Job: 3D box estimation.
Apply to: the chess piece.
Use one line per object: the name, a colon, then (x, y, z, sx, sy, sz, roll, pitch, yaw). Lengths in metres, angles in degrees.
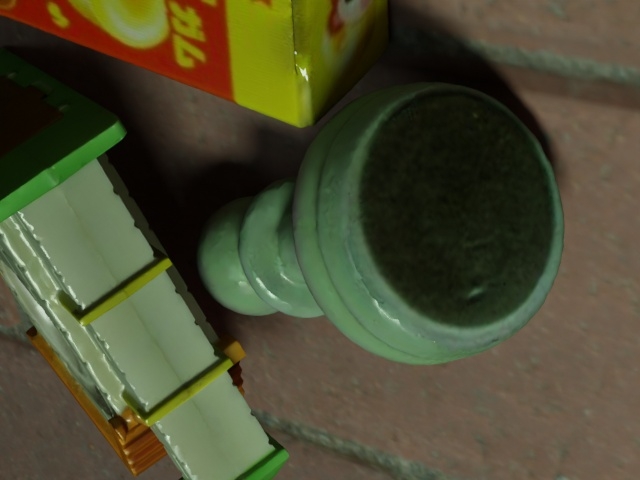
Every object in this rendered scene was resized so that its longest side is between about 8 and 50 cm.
chess piece: (0.000, 0.000, 0.886, 0.139, 0.139, 0.271, 54, 154, -15)

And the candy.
candy: (-0.102, -0.171, 0.818, 0.276, 0.088, 0.146, 21, 137, 26)

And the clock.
clock: (-0.140, 0.034, 0.976, 0.220, 0.106, 0.255, 31, 153, 59)
